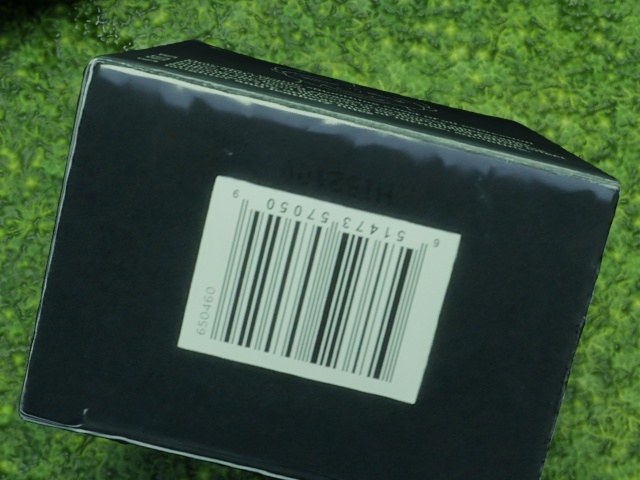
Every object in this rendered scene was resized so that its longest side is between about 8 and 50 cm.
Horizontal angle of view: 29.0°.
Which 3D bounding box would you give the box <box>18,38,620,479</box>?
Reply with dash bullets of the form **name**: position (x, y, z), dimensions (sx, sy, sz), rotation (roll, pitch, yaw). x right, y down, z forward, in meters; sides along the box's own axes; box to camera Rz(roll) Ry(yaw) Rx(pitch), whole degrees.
- **box**: position (0.000, 0.000, 0.849), dimensions (0.293, 0.395, 0.212), rotation (13, 101, -1)
